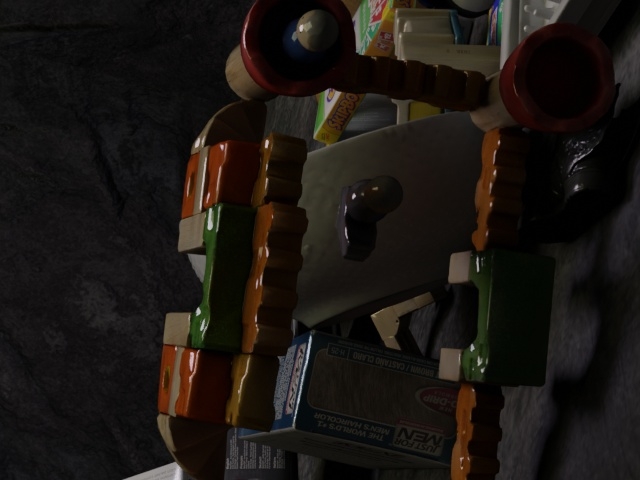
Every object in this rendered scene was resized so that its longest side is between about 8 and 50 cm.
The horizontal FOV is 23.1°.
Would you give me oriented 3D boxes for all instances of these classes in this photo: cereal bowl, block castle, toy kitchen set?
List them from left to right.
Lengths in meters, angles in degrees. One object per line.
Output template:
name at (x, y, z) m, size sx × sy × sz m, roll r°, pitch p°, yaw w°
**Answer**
cereal bowl at (0.042, -0.005, 1.534) m, size 0.339 × 0.339 × 0.141 m, roll 135°, pitch 116°, yaw -73°
block castle at (0.050, 0.046, 1.196) m, size 0.213 × 0.303 × 0.453 m, roll 168°, pitch 109°, yaw -75°
toy kitchen set at (0.118, 0.091, 1.740) m, size 0.083 × 0.075 × 0.068 m, roll -28°, pitch -3°, yaw 34°
toy kitchen set at (0.137, -0.139, 1.613) m, size 0.207 × 0.122 × 0.166 m, roll -88°, pitch 0°, yaw -66°

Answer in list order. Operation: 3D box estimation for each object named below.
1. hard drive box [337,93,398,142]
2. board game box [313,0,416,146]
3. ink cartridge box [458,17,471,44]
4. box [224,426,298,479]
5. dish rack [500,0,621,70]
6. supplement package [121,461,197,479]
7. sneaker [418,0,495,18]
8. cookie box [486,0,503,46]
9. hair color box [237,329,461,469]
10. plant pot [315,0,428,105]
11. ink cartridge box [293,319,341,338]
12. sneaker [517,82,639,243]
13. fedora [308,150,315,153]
hard drive box at (0.063, -0.075, 1.954) m, size 0.232 × 0.089 × 0.181 m, roll -88°, pitch -3°, yaw -54°
board game box at (0.050, -0.221, 1.808) m, size 0.259 × 0.039 × 0.124 m, roll 119°, pitch 164°, yaw -49°
ink cartridge box at (0.137, -0.206, 1.988) m, size 0.179 × 0.045 × 0.145 m, roll -171°, pitch 95°, yaw -78°
box at (-0.074, 0.330, 1.967) m, size 0.318 × 0.097 × 0.394 m, roll 92°, pitch 177°, yaw -59°
dish rack at (0.244, -0.317, 1.415) m, size 0.285 × 0.072 × 0.332 m, roll 119°, pitch 162°, yaw -56°
supplement package at (-0.202, 0.471, 2.120) m, size 0.199 × 0.198 × 0.262 m, roll -22°, pitch 52°, yaw 28°
sneaker at (0.164, -0.364, 1.789) m, size 0.182 × 0.127 × 0.315 m, roll 116°, pitch 163°, yaw -44°
cookie box at (0.205, -0.225, 1.608) m, size 0.107 × 0.040 × 0.091 m, roll 119°, pitch 160°, yaw -61°
hair color box at (0.029, 0.178, 1.678) m, size 0.347 × 0.174 × 0.105 m, roll 146°, pitch 137°, yaw -76°
plant pot at (0.061, -0.292, 2.103) m, size 0.237 × 0.237 × 0.254 m, roll -111°, pitch 21°, yaw -74°
ink cartridge box at (-0.005, 0.074, 2.060) m, size 0.165 × 0.065 × 0.332 m, roll -90°, pitch -3°, yaw -50°
sneaker at (0.214, -0.061, 1.304) m, size 0.170 × 0.051 × 0.089 m, roll 137°, pitch 144°, yaw -64°
fedora at (0.000, 0.000, 2.252) m, size 0.275 × 0.124 × 0.243 m, roll -77°, pitch 6°, yaw -66°
